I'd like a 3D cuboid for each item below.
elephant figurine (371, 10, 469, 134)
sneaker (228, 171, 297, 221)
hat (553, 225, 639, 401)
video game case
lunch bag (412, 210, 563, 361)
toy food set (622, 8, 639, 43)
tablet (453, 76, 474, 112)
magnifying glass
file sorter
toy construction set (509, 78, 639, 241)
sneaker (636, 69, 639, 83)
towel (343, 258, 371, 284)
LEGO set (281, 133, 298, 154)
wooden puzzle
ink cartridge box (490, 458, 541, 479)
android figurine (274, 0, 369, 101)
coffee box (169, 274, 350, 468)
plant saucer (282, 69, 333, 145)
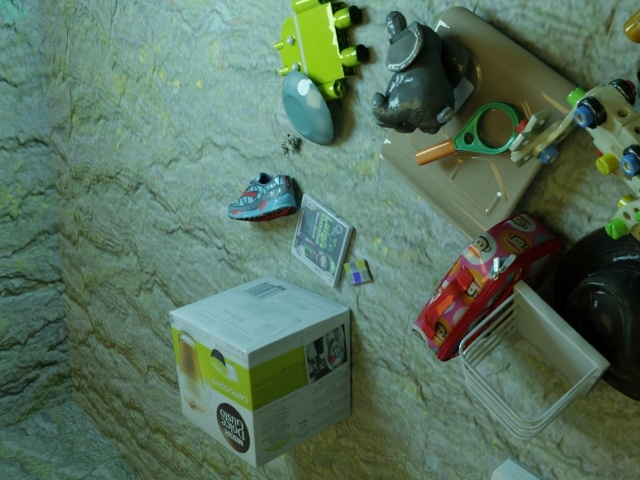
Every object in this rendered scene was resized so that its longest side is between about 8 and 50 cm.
[{"bbox_3d":[0.178,-0.324,1.262,0.185,0.169,0.240,9,89,18],"label":"elephant figurine"},{"bbox_3d":[-0.155,-0.119,1.881,0.261,0.104,0.125,-8,81,45],"label":"sneaker"},{"bbox_3d":[0.517,0.144,1.180,0.331,0.133,0.332,20,118,42],"label":"hat"},{"bbox_3d":[0.000,0.000,1.788,0.173,0.022,0.191,38,130,32],"label":"video game case"},{"bbox_3d":[0.299,0.092,1.305,0.120,0.258,0.293,48,136,25],"label":"lunch bag"},{"bbox_3d":[0.557,-0.260,0.988,0.232,0.111,0.104,59,139,17],"label":"toy food set"},{"bbox_3d":[0.248,-0.274,1.302,0.054,0.006,0.083,54,133,20],"label":"tablet"},{"bbox_3d":[0.271,-0.187,1.291,0.230,0.026,0.092,-19,88,47],"label":"magnifying glass"},{"bbox_3d":[0.367,0.232,1.244,0.193,0.173,0.278,47,176,25],"label":"file sorter"},{"bbox_3d":[0.454,-0.118,1.079,0.327,0.151,0.215,41,168,22],"label":"toy construction set"},{"bbox_3d":[0.528,-0.183,1.069,0.051,0.089,0.170,1,106,48],"label":"sneaker"},{"bbox_3d":[0.092,0.079,1.725,0.083,0.009,0.060,-13,96,50],"label":"towel"},{"bbox_3d":[-0.072,-0.247,1.778,0.083,0.023,0.054,15,114,59],"label":"LEGO set"},{"bbox_3d":[0.297,-0.218,1.333,0.322,0.080,0.348,46,130,26],"label":"wooden puzzle"},{"bbox_3d":[0.454,0.574,1.470,0.198,0.067,0.116,30,126,40],"label":"ink cartridge box"},{"bbox_3d":[-0.008,-0.445,1.598,0.272,0.056,0.249,1,106,46],"label":"android figurine"},{"bbox_3d":[-0.153,0.331,1.846,0.337,0.338,0.335,19,118,44],"label":"coffee box"},{"bbox_3d":[-0.043,-0.306,1.650,0.195,0.037,0.195,48,158,27],"label":"plant saucer"}]
